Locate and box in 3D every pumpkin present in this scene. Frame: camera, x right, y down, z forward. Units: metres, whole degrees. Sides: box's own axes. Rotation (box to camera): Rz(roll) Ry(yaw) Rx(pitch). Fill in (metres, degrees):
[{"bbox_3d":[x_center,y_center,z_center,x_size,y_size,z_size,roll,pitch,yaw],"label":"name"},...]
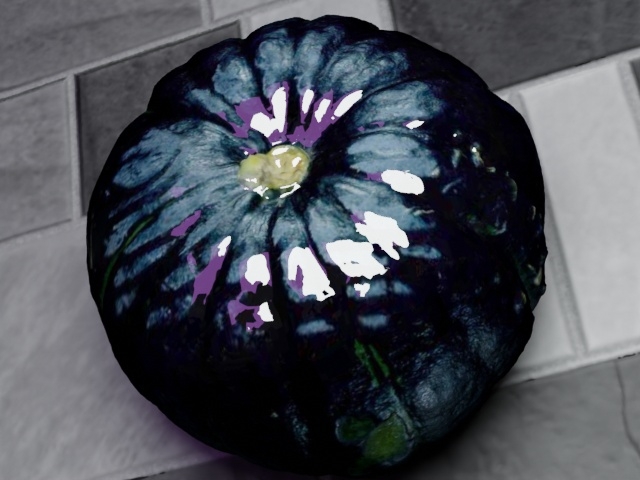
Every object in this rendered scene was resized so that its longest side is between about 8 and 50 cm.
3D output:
[{"bbox_3d":[0.000,0.000,0.987,0.363,0.266,0.363,-9,56,14],"label":"pumpkin"}]
